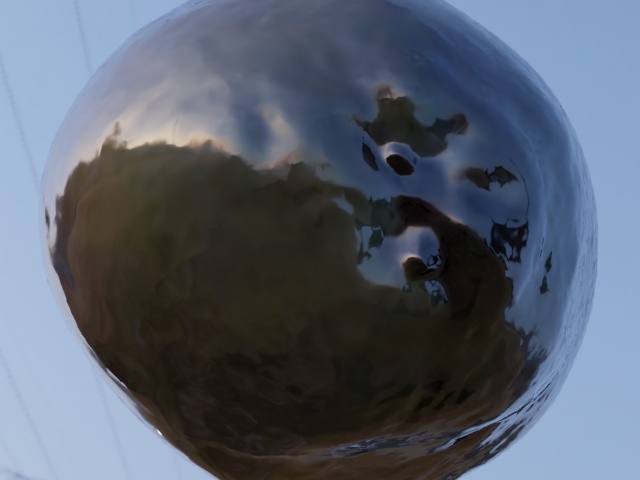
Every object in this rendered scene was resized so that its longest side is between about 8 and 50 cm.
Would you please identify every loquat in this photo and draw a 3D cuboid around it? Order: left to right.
[{"bbox_3d":[0.000,0.000,0.456,0.179,0.179,0.227,15,-11,14],"label":"loquat"}]
